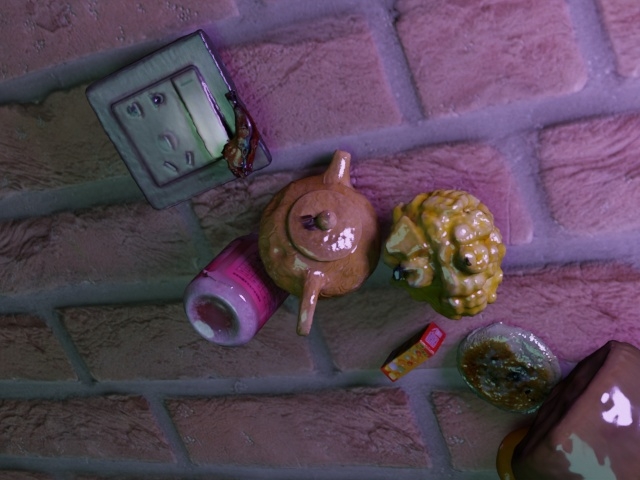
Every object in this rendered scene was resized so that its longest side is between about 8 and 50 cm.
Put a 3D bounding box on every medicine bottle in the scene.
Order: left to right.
[{"bbox_3d":[-0.122,0.068,1.688,0.147,0.247,0.147,15,125,22],"label":"medicine bottle"}]

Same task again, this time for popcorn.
[{"bbox_3d":[0.190,0.023,1.532,0.189,0.169,0.218,13,122,22],"label":"popcorn"}]

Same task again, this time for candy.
[{"bbox_3d":[0.165,0.199,1.735,0.038,0.062,0.122,46,131,-2],"label":"candy"}]

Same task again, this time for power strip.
[{"bbox_3d":[-0.236,-0.205,1.675,0.251,0.092,0.257,-18,109,28],"label":"power strip"}]

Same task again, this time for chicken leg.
[{"bbox_3d":[-0.131,-0.173,1.603,0.062,0.037,0.145,6,108,-1],"label":"chicken leg"}]

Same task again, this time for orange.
[{"bbox_3d":[0.382,0.399,1.703,0.156,0.124,0.156,13,126,18],"label":"orange"}]

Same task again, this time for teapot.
[{"bbox_3d":[0.000,0.000,1.571,0.203,0.311,0.167,14,162,-2],"label":"teapot"}]

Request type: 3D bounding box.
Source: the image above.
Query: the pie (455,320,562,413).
[{"bbox_3d":[0.322,0.222,1.674,0.187,0.041,0.186,14,125,21],"label":"pie"}]

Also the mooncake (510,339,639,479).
[{"bbox_3d":[0.422,0.292,1.510,0.155,0.284,0.284,39,131,9],"label":"mooncake"}]
